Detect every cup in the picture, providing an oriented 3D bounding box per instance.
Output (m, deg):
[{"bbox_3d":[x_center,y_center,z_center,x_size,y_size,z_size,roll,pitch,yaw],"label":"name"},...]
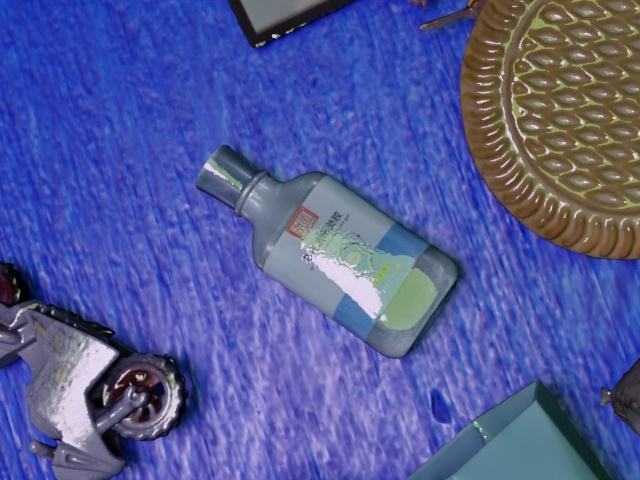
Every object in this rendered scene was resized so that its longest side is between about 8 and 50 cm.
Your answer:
[{"bbox_3d":[0.173,0.230,0.805,0.134,0.148,0.236,-42,83,16],"label":"cup"}]

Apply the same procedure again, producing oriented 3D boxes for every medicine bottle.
[{"bbox_3d":[0.000,0.000,0.893,0.208,0.054,0.090,34,89,10],"label":"medicine bottle"}]

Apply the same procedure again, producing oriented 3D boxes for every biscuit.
[{"bbox_3d":[0.228,-0.109,0.853,0.259,0.079,0.259,0,91,4],"label":"biscuit"}]

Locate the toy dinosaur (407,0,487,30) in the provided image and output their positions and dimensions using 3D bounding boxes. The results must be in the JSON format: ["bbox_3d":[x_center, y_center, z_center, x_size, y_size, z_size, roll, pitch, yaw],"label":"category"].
[{"bbox_3d":[0.124,-0.214,0.896,0.220,0.032,0.108,-1,96,-6],"label":"toy dinosaur"}]

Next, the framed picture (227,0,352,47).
[{"bbox_3d":[-0.013,-0.340,0.877,0.244,0.013,0.324,-25,108,3],"label":"framed picture"}]

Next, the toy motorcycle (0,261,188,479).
[{"bbox_3d":[-0.207,0.106,0.901,0.215,0.080,0.123,28,86,15],"label":"toy motorcycle"}]

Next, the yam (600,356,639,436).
[{"bbox_3d":[0.342,0.054,0.759,0.195,0.195,0.300,41,80,10],"label":"yam"}]
